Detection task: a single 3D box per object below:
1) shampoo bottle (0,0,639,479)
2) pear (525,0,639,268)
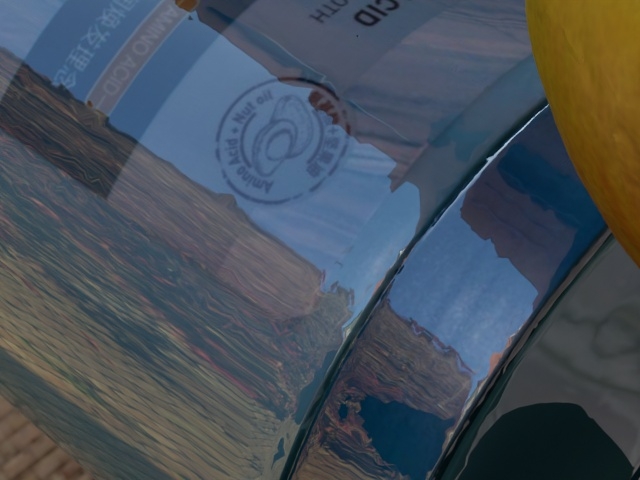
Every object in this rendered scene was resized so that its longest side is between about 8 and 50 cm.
[{"bbox_3d":[0.000,0.000,0.745,0.331,0.343,0.331,-39,-32,-30],"label":"shampoo bottle"},{"bbox_3d":[0.155,-0.065,0.427,0.200,0.200,0.200,-37,1,1],"label":"pear"}]
